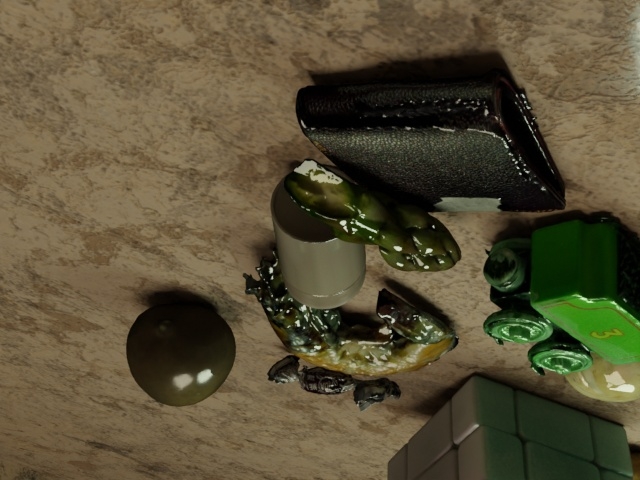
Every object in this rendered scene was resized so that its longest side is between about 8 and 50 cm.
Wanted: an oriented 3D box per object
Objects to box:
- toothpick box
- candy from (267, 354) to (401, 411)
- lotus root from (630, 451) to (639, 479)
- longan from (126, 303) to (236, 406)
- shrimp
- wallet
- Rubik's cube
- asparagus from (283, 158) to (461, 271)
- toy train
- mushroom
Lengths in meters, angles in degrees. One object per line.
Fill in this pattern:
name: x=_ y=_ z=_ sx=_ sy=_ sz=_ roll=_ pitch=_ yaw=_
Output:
toothpick box: x=0.000 y=0.000 z=1.299 sx=0.111 sy=0.111 sz=0.180 roll=9 pitch=153 yaw=8
candy: x=0.022 y=0.235 z=1.770 sx=0.226 sy=0.051 sz=0.094 roll=10 pitch=-164 yaw=22
lotus root: x=0.607 y=0.448 z=1.919 sx=0.221 sy=0.118 sz=0.125 roll=13 pitch=-174 yaw=-7
longan: x=-0.223 y=0.182 z=1.707 sx=0.189 sy=0.189 sz=0.189 roll=10 pitch=154 yaw=5
shrimp: x=0.039 y=0.116 z=1.549 sx=0.272 sy=0.085 sz=0.445 roll=-5 pitch=152 yaw=26
wallet: x=0.123 y=-0.089 z=1.123 sx=0.221 sy=0.071 sz=0.262 roll=-3 pitch=157 yaw=27
Rubik's cube: x=0.315 y=0.469 z=1.779 sx=0.322 sy=0.316 sz=0.318 roll=20 pitch=133 yaw=-17
asparagus: x=0.076 y=-0.013 z=1.185 sx=0.080 sy=0.080 sz=0.287 roll=-10 pitch=158 yaw=38
toy train: x=0.312 y=0.072 z=1.289 sx=0.188 sy=0.132 sz=0.243 roll=-18 pitch=143 yaw=39
mushroom: x=0.399 y=0.163 z=1.445 sx=0.148 sy=0.112 sz=0.148 roll=10 pitch=157 yaw=4
